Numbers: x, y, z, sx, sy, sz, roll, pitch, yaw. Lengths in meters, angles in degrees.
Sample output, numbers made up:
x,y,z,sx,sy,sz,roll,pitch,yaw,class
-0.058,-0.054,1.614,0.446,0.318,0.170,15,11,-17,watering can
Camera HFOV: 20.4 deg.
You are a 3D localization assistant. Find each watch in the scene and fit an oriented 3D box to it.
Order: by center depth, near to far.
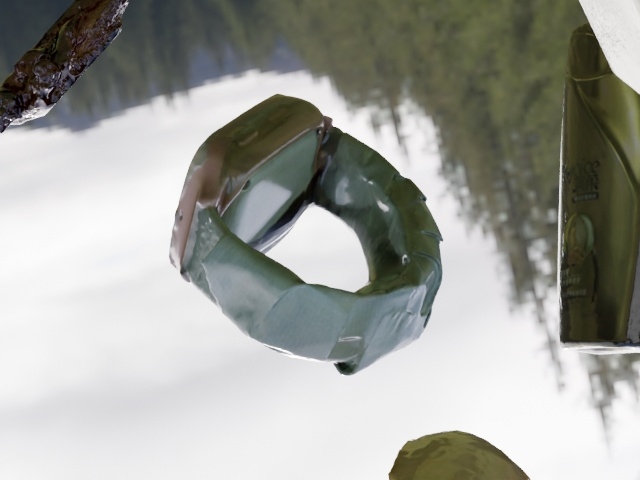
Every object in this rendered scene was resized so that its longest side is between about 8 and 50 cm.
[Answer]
x,y,z,sx,sy,sz,roll,pitch,yaw,class
0.000,0.000,1.615,0.241,0.161,0.253,28,-142,19,watch

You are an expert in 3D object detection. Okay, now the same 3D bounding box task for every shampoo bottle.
x,y,z,sx,sy,sz,roll,pitch,yaw,class
0.306,-0.057,1.878,0.084,0.350,0.125,8,172,-35,shampoo bottle

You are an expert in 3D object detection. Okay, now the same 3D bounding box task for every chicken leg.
x,y,z,sx,sy,sz,roll,pitch,yaw,class
-0.207,-0.175,1.525,0.219,0.048,0.089,-50,-167,-17,chicken leg

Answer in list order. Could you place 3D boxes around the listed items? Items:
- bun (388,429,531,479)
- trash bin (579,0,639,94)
x,y,z,sx,sy,sz,roll,pitch,yaw,class
0.134,0.310,1.489,0.165,0.299,0.299,8,-166,12,bun
0.288,-0.222,1.489,0.121,0.247,0.243,-35,-142,-3,trash bin
